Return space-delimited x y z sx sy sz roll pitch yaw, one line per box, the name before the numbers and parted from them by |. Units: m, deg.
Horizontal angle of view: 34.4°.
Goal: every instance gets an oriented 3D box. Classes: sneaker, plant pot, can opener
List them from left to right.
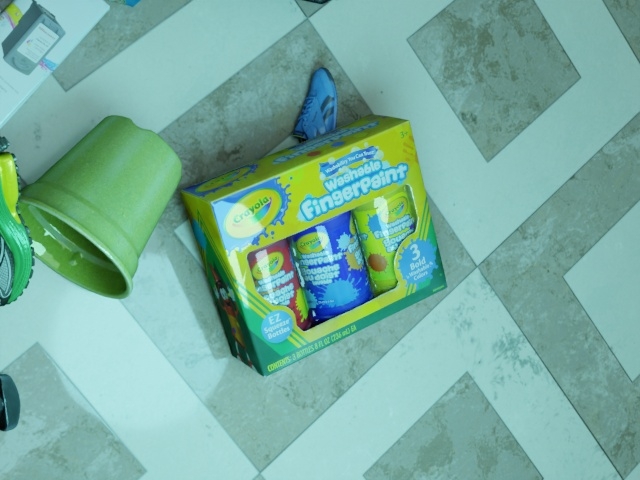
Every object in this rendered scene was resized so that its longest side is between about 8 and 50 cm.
sneaker | -0.573 -0.025 1.697 0.146 0.134 0.343 -32 138 -34
can opener | -0.601 0.206 1.857 0.093 0.074 0.280 -10 97 -59
plant pot | -0.387 -0.076 1.858 0.276 0.276 0.253 42 62 -19
sneaker | -0.013 -0.251 2.111 0.082 0.069 0.209 0 91 -22

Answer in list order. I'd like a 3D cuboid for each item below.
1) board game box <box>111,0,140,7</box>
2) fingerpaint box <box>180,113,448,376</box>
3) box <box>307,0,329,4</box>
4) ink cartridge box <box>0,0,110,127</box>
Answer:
board game box | -0.443 -0.518 1.830 0.304 0.224 0.097 10 85 -24
fingerpaint box | 0.000 0.000 2.030 0.445 0.163 0.371 -23 111 -23
box | -0.067 -0.530 1.961 0.294 0.295 0.073 6 89 -23
ink cartridge box | -0.531 -0.322 1.791 0.131 0.226 0.306 43 73 -20
